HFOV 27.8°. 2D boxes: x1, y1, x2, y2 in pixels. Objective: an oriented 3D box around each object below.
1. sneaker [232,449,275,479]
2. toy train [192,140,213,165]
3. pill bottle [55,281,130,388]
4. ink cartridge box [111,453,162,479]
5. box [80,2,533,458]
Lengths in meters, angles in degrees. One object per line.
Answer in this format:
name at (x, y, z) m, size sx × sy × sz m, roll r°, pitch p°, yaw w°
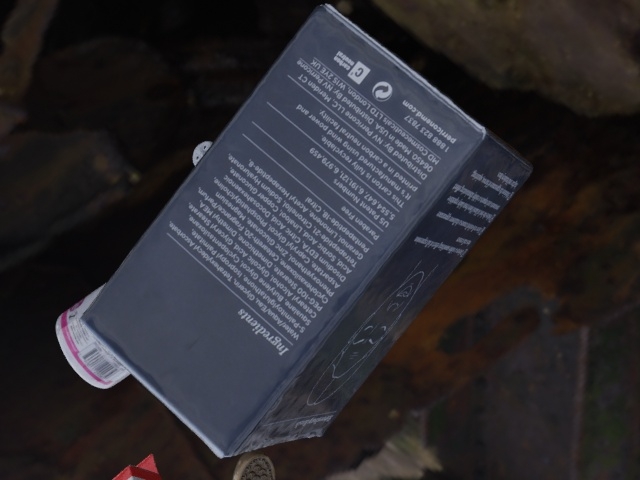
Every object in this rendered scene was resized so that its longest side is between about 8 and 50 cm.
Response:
sneaker at (-0.111, 0.371, 1.806) m, size 0.086 × 0.064 × 0.192 m, roll 31°, pitch 122°, yaw 57°
toy train at (-0.088, -0.073, 1.595) m, size 0.105 × 0.080 × 0.184 m, roll 39°, pitch -171°, yaw 31°
pill bottle at (-0.311, 0.125, 2.284) m, size 0.160 × 0.283 × 0.160 m, roll 53°, pitch -167°, yaw -18°
ink cartridge box at (-0.326, 0.479, 2.193) m, size 0.078 × 0.134 × 0.231 m, roll 29°, pitch -152°, yaw -43°
box at (0.000, 0.000, 1.333) m, size 0.212 × 0.395 × 0.293 m, roll 40°, pitch -172°, yaw 16°
